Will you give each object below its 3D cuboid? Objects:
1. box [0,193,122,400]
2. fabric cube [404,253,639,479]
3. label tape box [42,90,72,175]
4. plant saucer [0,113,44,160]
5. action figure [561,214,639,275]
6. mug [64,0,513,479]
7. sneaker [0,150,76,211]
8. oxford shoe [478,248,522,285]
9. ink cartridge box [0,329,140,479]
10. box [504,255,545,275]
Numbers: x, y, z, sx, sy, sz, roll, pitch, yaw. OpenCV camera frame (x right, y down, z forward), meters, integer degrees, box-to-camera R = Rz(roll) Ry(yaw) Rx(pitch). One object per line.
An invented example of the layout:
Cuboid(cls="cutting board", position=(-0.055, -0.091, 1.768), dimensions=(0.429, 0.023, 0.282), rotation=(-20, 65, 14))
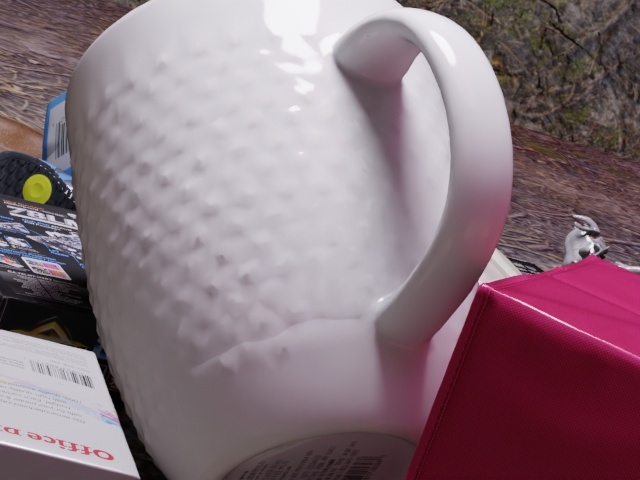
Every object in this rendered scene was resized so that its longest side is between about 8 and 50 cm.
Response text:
Cuboid(cls="box", position=(-0.178, 0.049, 1.552), dimensions=(0.296, 0.073, 0.293), rotation=(14, 12, -31))
Cuboid(cls="fabric cube", position=(0.211, 0.179, 1.211), dimensions=(0.258, 0.254, 0.259), rotation=(23, 14, 21))
Cuboid(cls="label tape box", position=(-0.068, -0.087, 1.903), dimensions=(0.348, 0.115, 0.249), rotation=(19, -29, -34))
Cuboid(cls="plant saucer", position=(-0.363, -0.104, 1.984), dimensions=(0.199, 0.036, 0.198), rotation=(19, 13, -5))
Cuboid(cls="action figure", position=(0.317, 0.095, 1.813), dimensions=(0.285, 0.099, 0.185), rotation=(59, 10, 13))
Cuboid(cls="mug", position=(0.000, 0.000, 1.283), dimensions=(0.276, 0.374, 0.328), rotation=(12, 52, -32))
Cuboid(cls="sneaker", position=(-0.226, -0.021, 1.805), dimensions=(0.209, 0.069, 0.082), rotation=(25, 1, 20))
Cuboid(cls="oxford shoe", position=(0.116, 0.109, 1.491), dimensions=(0.449, 0.169, 0.130), rotation=(40, 26, 22))
Cuboid(cls="ink cartridge box", position=(-0.190, 0.135, 1.050), dimensions=(0.128, 0.127, 0.176), rotation=(17, 13, -19))
Cuboid(cls="box", position=(0.156, 0.075, 1.956), dimensions=(0.322, 0.079, 0.257), rotation=(12, 17, -33))
